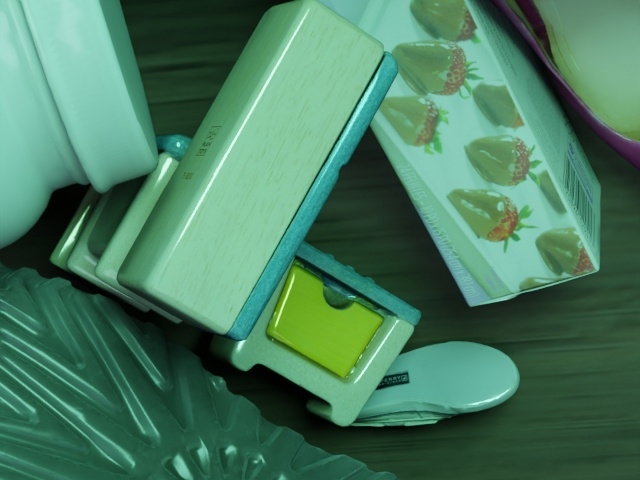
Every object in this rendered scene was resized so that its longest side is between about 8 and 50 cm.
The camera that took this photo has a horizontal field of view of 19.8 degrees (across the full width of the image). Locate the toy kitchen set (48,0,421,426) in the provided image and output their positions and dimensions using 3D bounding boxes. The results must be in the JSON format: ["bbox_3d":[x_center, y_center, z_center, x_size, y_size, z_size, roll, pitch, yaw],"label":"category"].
[{"bbox_3d":[0.000,0.000,0.764,0.166,0.207,0.122,31,83,-18],"label":"toy kitchen set"}]

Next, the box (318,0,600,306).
[{"bbox_3d":[0.027,-0.112,0.727,0.063,0.067,0.324,-17,126,20],"label":"box"}]

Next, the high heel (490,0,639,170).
[{"bbox_3d":[0.116,-0.075,0.711,0.082,0.117,0.244,-19,124,21],"label":"high heel"}]

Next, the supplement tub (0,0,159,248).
[{"bbox_3d":[-0.213,-0.067,0.674,0.272,0.191,0.191,-17,127,-1],"label":"supplement tub"}]

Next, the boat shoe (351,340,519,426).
[{"bbox_3d":[0.049,0.075,0.901,0.100,0.035,0.035,-11,154,11],"label":"boat shoe"}]

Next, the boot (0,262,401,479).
[{"bbox_3d":[-0.144,0.209,0.917,0.367,0.146,0.445,30,144,-14],"label":"boot"}]
